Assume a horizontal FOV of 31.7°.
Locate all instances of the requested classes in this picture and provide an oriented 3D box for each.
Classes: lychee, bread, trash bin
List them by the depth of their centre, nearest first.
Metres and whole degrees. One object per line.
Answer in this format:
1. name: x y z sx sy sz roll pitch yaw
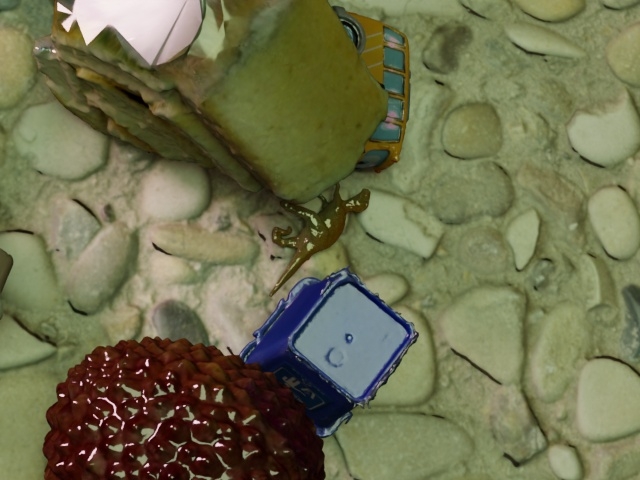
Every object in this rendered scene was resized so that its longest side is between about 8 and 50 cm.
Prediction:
1. lychee: -0.149 0.250 1.236 0.330 0.306 0.306 46 72 -7
2. bread: -0.134 -0.224 1.302 0.395 0.264 0.239 24 77 20
3. trash bin: 0.018 0.121 1.335 0.162 0.234 0.184 39 73 -1

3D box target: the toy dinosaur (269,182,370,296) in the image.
1. toy dinosaur: 0.000 0.000 1.462 0.126 0.039 0.162 6 78 -13

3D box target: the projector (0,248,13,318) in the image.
1. projector: -0.472 0.019 1.249 0.242 0.163 0.177 -9 95 -46

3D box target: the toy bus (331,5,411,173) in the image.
1. toy bus: 0.047 -0.188 1.472 0.136 0.126 0.210 8 76 -20
